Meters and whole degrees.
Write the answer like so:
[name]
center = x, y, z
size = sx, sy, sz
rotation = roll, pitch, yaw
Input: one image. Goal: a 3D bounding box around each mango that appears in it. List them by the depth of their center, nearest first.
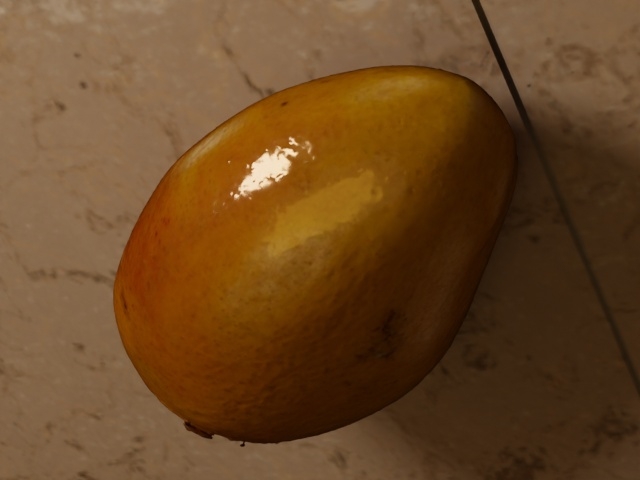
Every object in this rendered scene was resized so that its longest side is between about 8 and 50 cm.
[mango]
center = 0.000, 0.000, 0.996
size = 0.187, 0.138, 0.257
rotation = 21, 137, -7
